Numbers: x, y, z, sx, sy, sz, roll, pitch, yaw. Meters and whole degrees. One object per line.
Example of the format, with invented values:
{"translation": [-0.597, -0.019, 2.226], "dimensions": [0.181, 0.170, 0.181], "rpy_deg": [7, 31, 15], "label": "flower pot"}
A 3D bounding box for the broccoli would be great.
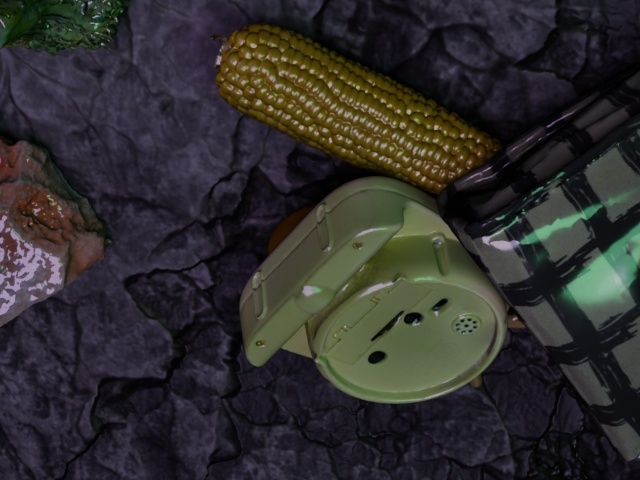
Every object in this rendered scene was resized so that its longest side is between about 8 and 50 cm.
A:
{"translation": [-0.278, -0.243, 1.172], "dimensions": [0.194, 0.194, 0.220], "rpy_deg": [-26, 115, 20], "label": "broccoli"}

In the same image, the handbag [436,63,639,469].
{"translation": [0.328, -0.001, 1.184], "dimensions": [0.327, 0.162, 0.325], "rpy_deg": [-35, 111, 6], "label": "handbag"}

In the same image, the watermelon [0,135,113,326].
{"translation": [-0.415, -0.012, 1.328], "dimensions": [0.302, 0.151, 0.264], "rpy_deg": [-22, 110, 19], "label": "watermelon"}

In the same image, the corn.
{"translation": [0.029, -0.126, 1.235], "dimensions": [0.310, 0.101, 0.101], "rpy_deg": [24, 117, -10], "label": "corn"}

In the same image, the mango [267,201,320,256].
{"translation": [0.000, 0.000, 1.319], "dimensions": [0.114, 0.060, 0.080], "rpy_deg": [-19, 112, 16], "label": "mango"}

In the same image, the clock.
{"translation": [0.091, 0.074, 1.289], "dimensions": [0.308, 0.096, 0.235], "rpy_deg": [24, 125, -29], "label": "clock"}
